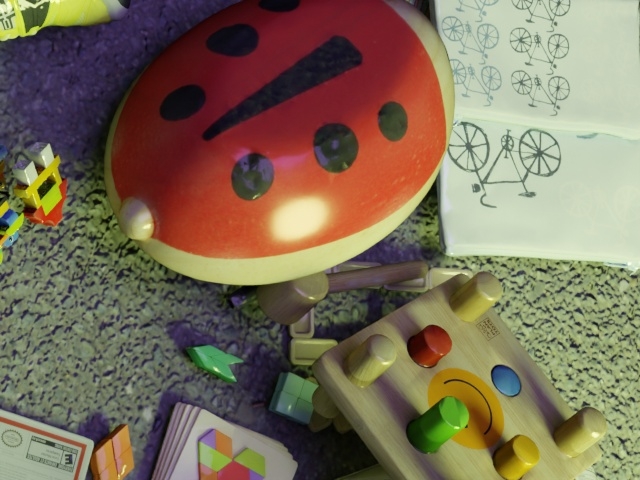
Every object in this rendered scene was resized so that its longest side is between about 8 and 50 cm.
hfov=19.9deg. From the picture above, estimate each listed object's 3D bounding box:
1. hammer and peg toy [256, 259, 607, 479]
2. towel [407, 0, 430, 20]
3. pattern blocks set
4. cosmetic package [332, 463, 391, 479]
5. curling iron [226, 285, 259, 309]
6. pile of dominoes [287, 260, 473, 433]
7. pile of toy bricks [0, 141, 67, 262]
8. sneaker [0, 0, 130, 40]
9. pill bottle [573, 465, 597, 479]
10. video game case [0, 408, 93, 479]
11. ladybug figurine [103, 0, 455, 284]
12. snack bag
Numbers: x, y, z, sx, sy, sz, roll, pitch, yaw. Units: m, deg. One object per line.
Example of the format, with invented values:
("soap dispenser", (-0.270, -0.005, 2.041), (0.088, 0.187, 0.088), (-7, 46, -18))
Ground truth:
("hammer and peg toy", (0.119, 0.132, 1.911), (0.266, 0.127, 0.361), (-26, 75, -43))
("towel", (0.201, -0.232, 2.180), (0.370, 0.040, 0.271), (21, 72, -29))
("pattern blocks set", (-0.113, 0.274, 1.898), (0.285, 0.026, 0.324), (16, 77, -30))
("cosmetic package", (0.128, 0.389, 1.985), (0.160, 0.113, 0.309), (-11, 88, -45))
("curling iron", (0.000, 0.000, 2.008), (0.068, 0.035, 0.274), (40, 60, 20))
("pile of dominoes", (0.070, 0.125, 2.058), (0.251, 0.040, 0.196), (4, 81, -25))
("pile of toy bricks", (-0.336, 0.000, 1.769), (0.212, 0.118, 0.105), (-54, 141, -44))
("sneaker", (-0.365, -0.241, 1.773), (0.385, 0.145, 0.147), (3, 112, -36))
("pill bottle", (0.258, 0.298, 2.062), (0.121, 0.121, 0.216), (5, 56, -33))
("video game case", (-0.344, 0.299, 1.752), (0.204, 0.025, 0.285), (23, 71, -29))
("ladybug figurine", (-0.029, -0.129, 1.892), (0.305, 0.162, 0.449), (45, 56, 10))
("snack bag", (0.262, -0.137, 2.162), (0.323, 0.037, 0.342), (4, 81, -31))
